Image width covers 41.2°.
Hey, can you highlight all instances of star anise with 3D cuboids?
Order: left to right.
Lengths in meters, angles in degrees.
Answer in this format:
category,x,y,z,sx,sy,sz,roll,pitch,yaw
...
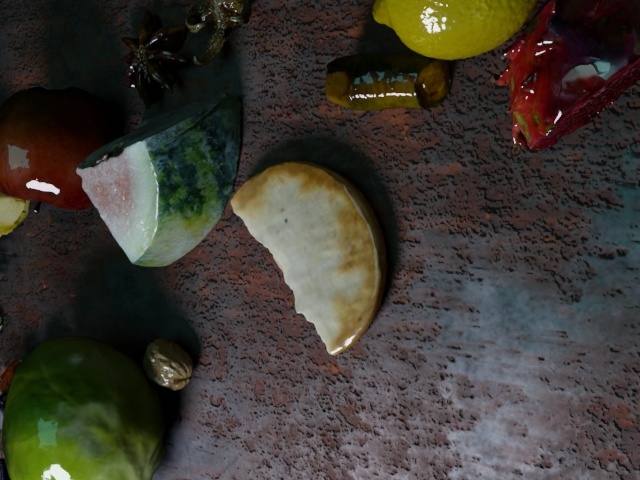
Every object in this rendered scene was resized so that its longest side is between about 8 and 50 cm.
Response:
category,x,y,z,sx,sy,sz,roll,pitch,yaw
star anise,-0.287,-0.311,1.446,0.168,0.057,0.167,5,98,35

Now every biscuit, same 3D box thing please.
category,x,y,z,sx,sy,sz,roll,pitch,yaw
biscuit,0.000,0.000,1.280,0.204,0.040,0.309,-45,70,30

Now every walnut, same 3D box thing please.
category,x,y,z,sx,sy,sz,roll,pitch,yaw
walnut,-0.264,0.212,1.461,0.096,0.082,0.079,36,140,21

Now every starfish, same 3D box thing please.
category,x,y,z,sx,sy,sz,roll,pitch,yaw
starfish,-0.159,-0.370,1.338,0.146,0.074,0.189,9,100,36

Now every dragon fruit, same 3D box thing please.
category,x,y,z,sx,sy,sz,roll,pitch,yaw
dragon fruit,0.291,-0.230,1.002,0.274,0.126,0.161,-39,73,31

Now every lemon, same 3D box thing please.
category,x,y,z,sx,sy,sz,roll,pitch,yaw
lemon,0.173,-0.318,1.042,0.244,0.187,0.186,-9,89,30

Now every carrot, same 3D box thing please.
category,x,y,z,sx,sy,sz,roll,pitch,yaw
carrot,0.088,-0.218,1.174,0.173,0.082,0.082,9,99,35

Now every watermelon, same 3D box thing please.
category,x,y,z,sx,sy,sz,roll,pitch,yaw
watermelon,-0.257,-0.115,1.409,0.232,0.193,0.310,32,126,9

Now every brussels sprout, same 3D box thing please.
category,x,y,z,sx,sy,sz,roll,pitch,yaw
brussels sprout,-0.401,0.326,1.468,0.344,0.268,0.344,164,90,-80

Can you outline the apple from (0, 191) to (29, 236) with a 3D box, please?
category,x,y,z,sx,sy,sz,roll,pitch,yaw
apple,-0.728,-0.080,1.707,0.252,0.314,0.309,33,129,-19

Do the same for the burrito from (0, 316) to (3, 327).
category,x,y,z,sx,sy,sz,roll,pitch,yaw
burrito,-0.765,0.248,1.834,0.104,0.054,0.288,42,116,25

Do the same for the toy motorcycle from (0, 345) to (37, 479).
category,x,y,z,sx,sy,sz,roll,pitch,yaw
toy motorcycle,-0.573,0.406,1.666,0.207,0.134,0.400,-5,90,36

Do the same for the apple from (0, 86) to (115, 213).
category,x,y,z,sx,sy,sz,roll,pitch,yaw
apple,-0.472,-0.159,1.495,0.234,0.234,0.233,4,96,35
